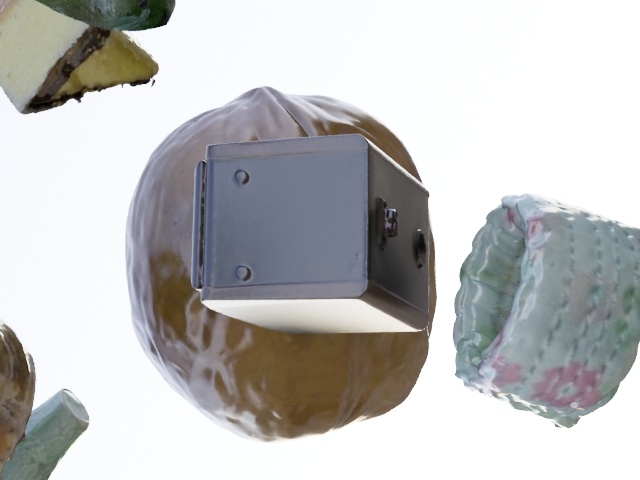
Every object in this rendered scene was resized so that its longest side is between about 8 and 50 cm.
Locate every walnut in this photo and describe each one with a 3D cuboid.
[{"bbox_3d":[-0.037,0.026,2.162,0.354,0.308,0.398,-22,-72,-37],"label":"walnut"}]

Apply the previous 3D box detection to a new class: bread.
[{"bbox_3d":[-0.246,-0.187,1.833,0.152,0.147,0.127,-39,-41,3],"label":"bread"}]

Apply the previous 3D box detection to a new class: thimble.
[{"bbox_3d":[0.220,0.068,1.868,0.185,0.149,0.211,-174,101,-72],"label":"thimble"}]

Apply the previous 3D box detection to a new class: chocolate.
[{"bbox_3d":[-0.384,0.279,2.236,0.291,0.110,0.110,-41,-11,12],"label":"chocolate"}]

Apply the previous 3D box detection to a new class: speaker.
[{"bbox_3d":[0.000,0.000,1.856,0.231,0.192,0.153,32,-123,-70],"label":"speaker"}]

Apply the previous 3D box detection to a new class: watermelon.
[{"bbox_3d":[-0.185,-0.234,1.699,0.101,0.155,0.080,-45,24,21],"label":"watermelon"}]

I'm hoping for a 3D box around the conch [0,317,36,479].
[{"bbox_3d":[-0.422,0.185,2.004,0.352,0.210,0.297,49,-154,-65],"label":"conch"}]
